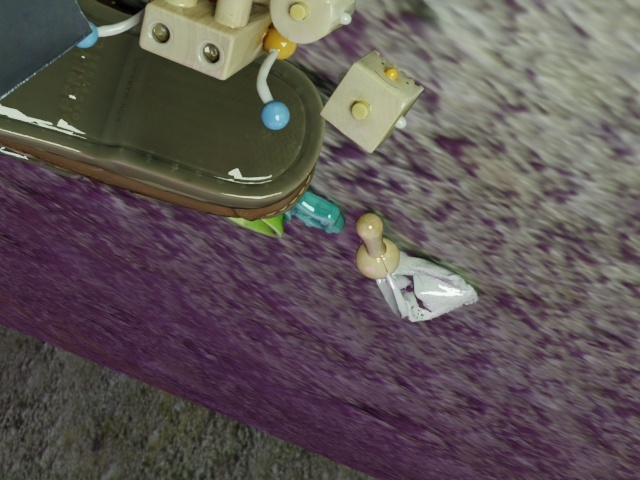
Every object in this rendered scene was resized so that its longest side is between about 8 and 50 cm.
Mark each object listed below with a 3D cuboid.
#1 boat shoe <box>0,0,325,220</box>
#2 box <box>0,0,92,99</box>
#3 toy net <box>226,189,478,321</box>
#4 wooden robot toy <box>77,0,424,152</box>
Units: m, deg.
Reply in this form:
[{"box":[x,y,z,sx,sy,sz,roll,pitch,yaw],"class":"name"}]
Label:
[{"box":[-0.149,-0.086,0.945,0.307,0.110,0.104,27,168,-2],"class":"boat shoe"},{"box":[-0.199,-0.130,0.761,0.156,0.093,0.158,11,136,54],"class":"box"},{"box":[0.000,0.000,1.173,0.232,0.045,0.122,33,167,-31],"class":"toy net"},{"box":[-0.029,-0.102,0.779,0.173,0.076,0.079,24,-156,13],"class":"wooden robot toy"}]
